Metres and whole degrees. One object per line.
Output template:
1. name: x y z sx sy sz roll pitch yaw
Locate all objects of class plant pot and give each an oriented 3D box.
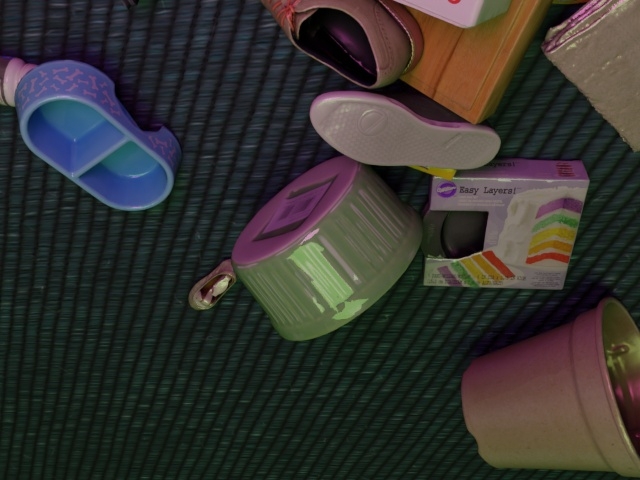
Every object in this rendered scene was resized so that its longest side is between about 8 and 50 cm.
1. plant pot: 0.454 0.307 1.321 0.305 0.334 0.334 -22 124 34

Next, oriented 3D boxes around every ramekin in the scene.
1. ramekin: 0.000 0.000 1.113 0.303 0.303 0.148 -30 113 26

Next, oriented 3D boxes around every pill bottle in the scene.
1. pill bottle: -0.510 -0.255 1.091 0.137 0.078 0.078 9 129 -2

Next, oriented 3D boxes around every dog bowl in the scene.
1. dog bowl: -0.352 -0.154 1.111 0.166 0.074 0.297 -30 135 18

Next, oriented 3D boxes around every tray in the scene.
1. tray: 0.210 -0.374 0.864 0.203 0.076 0.411 36 130 18

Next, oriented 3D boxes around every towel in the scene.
1. towel: 0.466 -0.257 0.995 0.282 0.049 0.187 34 126 -30

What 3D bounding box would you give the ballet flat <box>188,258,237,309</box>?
1. ballet flat: -0.216 0.097 1.362 0.057 0.052 0.168 31 126 -18

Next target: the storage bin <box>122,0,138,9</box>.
1. storage bin: -0.250 -0.401 0.944 0.091 0.098 0.135 -18 126 6

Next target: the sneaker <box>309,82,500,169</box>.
1. sneaker: 0.112 -0.191 1.020 0.295 0.147 0.105 6 133 -21

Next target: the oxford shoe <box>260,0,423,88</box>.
1. oxford shoe: -0.023 -0.330 0.902 0.348 0.130 0.123 37 131 5

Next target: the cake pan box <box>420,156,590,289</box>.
1. cake pan box: 0.306 -0.026 1.202 0.266 0.070 0.246 3 127 4

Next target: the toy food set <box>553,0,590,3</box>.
1. toy food set: 0.298 -0.372 0.919 0.217 0.071 0.128 5 129 2

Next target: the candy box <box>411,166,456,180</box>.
1. candy box: 0.112 -0.161 1.086 0.205 0.105 0.027 18 124 -9

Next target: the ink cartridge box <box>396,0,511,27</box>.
1. ink cartridge box: 0.147 -0.409 0.762 0.201 0.117 0.278 31 129 21
